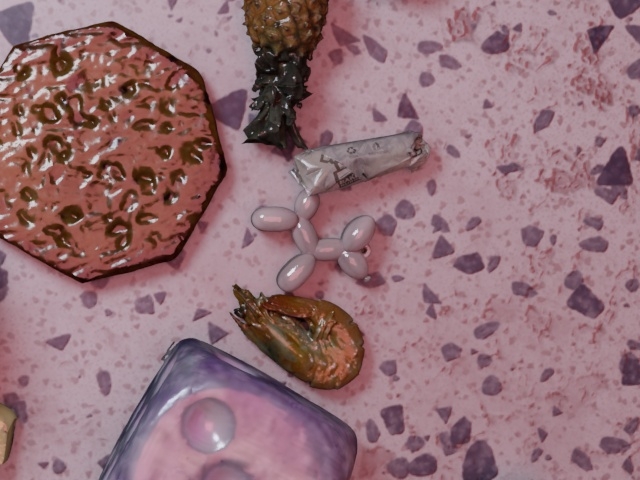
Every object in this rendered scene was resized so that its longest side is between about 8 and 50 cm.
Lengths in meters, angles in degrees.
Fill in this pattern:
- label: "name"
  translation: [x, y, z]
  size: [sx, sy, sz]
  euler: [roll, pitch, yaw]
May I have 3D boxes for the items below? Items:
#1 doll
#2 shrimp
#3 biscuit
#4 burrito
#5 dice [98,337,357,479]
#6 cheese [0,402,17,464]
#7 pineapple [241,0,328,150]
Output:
- label: "doll"
  translation: [0.000, 0.000, 1.881]
  size: [0.160, 0.059, 0.161]
  euler: [-24, 93, -5]
- label: "shrimp"
  translation: [-0.033, 0.122, 1.883]
  size: [0.217, 0.051, 0.115]
  euler: [35, 80, -6]
- label: "biscuit"
  translation: [-0.304, -0.120, 1.846]
  size: [0.359, 0.046, 0.359]
  euler: [0, 90, -7]
- label: "burrito"
  translation: [0.058, -0.109, 1.872]
  size: [0.203, 0.064, 0.064]
  euler: [-13, 92, -19]
- label: "dice"
  translation: [-0.127, 0.299, 1.760]
  size: [0.271, 0.270, 0.270]
  euler: [30, 86, -7]
- label: "cheese"
  translation: [-0.542, 0.265, 1.818]
  size: [0.255, 0.050, 0.127]
  euler: [9, 91, -6]
- label: "pineapple"
  translation: [-0.055, -0.248, 1.847]
  size: [0.128, 0.128, 0.248]
  euler: [5, 96, -8]
